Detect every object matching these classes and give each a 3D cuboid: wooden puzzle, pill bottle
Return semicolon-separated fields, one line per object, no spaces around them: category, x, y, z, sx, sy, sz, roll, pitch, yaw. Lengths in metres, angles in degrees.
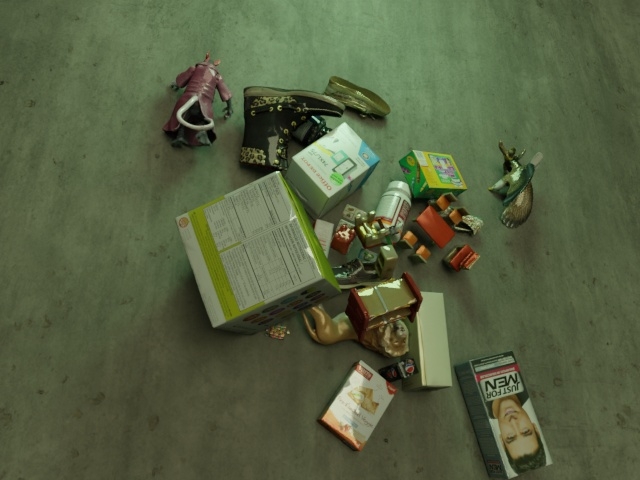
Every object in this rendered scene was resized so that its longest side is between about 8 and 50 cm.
wooden puzzle;-0.141;0.299;1.634;0.083;0.006;0.049;16;64;-10
pill bottle;-0.057;-0.444;1.908;0.219;0.123;0.123;36;63;1
pill bottle;0.270;-0.107;1.863;0.121;0.121;0.221;26;63;-4

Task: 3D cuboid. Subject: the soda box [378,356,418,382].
soda box;0.251;0.423;1.606;0.060;0.169;0.053;-13;73;-21

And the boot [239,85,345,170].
boot;-0.114;-0.391;1.782;0.377;0.138;0.284;10;91;6

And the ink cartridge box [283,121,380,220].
ink cartridge box;0.034;-0.249;1.810;0.270;0.197;0.198;-39;82;-26

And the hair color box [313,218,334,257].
hair color box;0.000;0.000;1.782;0.072;0.043;0.141;17;63;-9

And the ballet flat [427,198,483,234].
ballet flat;0.527;-0.089;1.958;0.241;0.091;0.077;22;86;-3

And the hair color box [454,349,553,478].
hair color box;0.612;0.581;1.679;0.185;0.113;0.375;-8;71;-19

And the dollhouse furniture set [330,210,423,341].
dollhouse furniture set;0.150;0.106;1.601;0.201;0.152;0.374;-14;55;-16

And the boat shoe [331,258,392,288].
boat shoe;0.126;0.108;1.728;0.285;0.092;0.103;4;31;-19

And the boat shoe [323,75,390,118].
boat shoe;0.154;-0.582;2.060;0.285;0.089;0.105;25;37;-8

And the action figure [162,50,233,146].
action figure;-0.443;-0.520;1.758;0.248;0.276;0.370;13;79;-4

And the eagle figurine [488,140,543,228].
eagle figurine;0.807;-0.229;2.044;0.226;0.225;0.298;11;54;-23

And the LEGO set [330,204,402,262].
LEGO set;0.176;-0.012;1.770;0.244;0.182;0.060;24;28;3

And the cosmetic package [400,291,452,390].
cosmetic package;0.347;0.343;1.676;0.113;0.160;0.310;5;66;-14

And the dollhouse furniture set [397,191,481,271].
dollhouse furniture set;0.458;-0.010;1.830;0.262;0.135;0.259;-46;100;-9

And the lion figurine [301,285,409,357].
lion figurine;0.095;0.281;1.659;0.392;0.142;0.240;-4;76;-3

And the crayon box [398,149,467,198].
crayon box;0.444;-0.254;1.942;0.278;0.081;0.165;-4;67;-44

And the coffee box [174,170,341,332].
coffee box;-0.168;0.055;1.485;0.334;0.337;0.338;-25;74;4

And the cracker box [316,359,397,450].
cracker box;0.119;0.524;1.583;0.155;0.067;0.232;38;62;1
